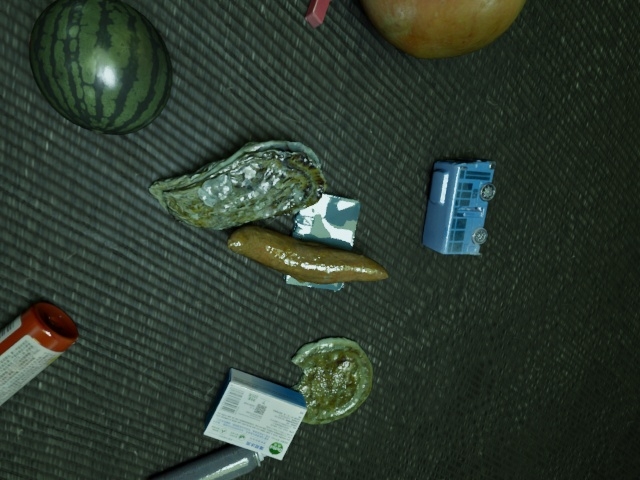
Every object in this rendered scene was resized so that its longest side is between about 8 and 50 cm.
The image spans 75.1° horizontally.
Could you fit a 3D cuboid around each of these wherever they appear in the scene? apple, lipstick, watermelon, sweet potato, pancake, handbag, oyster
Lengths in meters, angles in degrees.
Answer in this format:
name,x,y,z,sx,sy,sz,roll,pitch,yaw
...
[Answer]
name,x,y,z,sx,sy,sz,roll,pitch,yaw
apple,0.231,-0.512,0.784,0.339,0.305,0.337,-3,78,16
lipstick,0.038,-0.585,0.830,0.051,0.051,0.311,19,96,-29
watermelon,-0.350,-0.277,0.677,0.213,0.212,0.211,-5,104,-20
sweet potato,-0.029,0.044,0.880,0.342,0.114,0.092,14,74,-15
pancake,0.022,0.360,1.058,0.254,0.037,0.253,-4,103,-17
handbag,0.000,0.000,0.959,0.144,0.057,0.220,9,101,-15
oyster,-0.161,-0.110,0.825,0.352,0.158,0.162,-9,108,-6

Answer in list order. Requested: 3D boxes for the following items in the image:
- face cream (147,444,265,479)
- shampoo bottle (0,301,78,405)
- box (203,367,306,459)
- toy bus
name,x,y,z,sx,sy,sz,roll,pitch,yaw
face cream,-0.256,0.541,0.977,0.284,0.073,0.073,-17,108,-16
shampoo bottle,-0.594,0.241,0.761,0.278,0.104,0.104,-41,113,-7
box,-0.149,0.402,0.966,0.194,0.073,0.139,26,94,-14
toy bus,0.335,-0.087,1.026,0.134,0.116,0.233,0,104,-17
